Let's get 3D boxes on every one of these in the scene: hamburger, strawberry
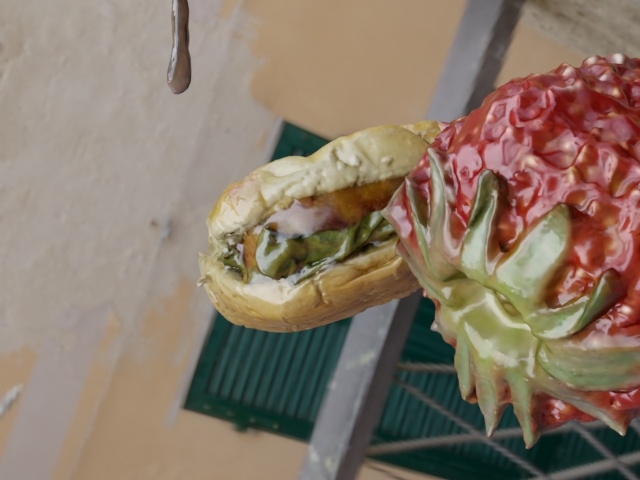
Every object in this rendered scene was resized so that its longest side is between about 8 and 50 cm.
[{"bbox_3d":[-0.001,-0.002,1.309,0.330,0.209,0.162,-21,83,16],"label":"hamburger"},{"bbox_3d":[0.230,-0.027,0.984,0.343,0.292,0.292,-37,21,-26],"label":"strawberry"}]

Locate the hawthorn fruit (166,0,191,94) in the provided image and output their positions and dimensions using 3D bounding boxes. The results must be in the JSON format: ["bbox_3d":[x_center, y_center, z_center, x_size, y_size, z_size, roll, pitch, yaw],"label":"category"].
[{"bbox_3d":[-0.104,-0.254,0.531,0.235,0.263,0.231,-49,29,2],"label":"hawthorn fruit"}]
